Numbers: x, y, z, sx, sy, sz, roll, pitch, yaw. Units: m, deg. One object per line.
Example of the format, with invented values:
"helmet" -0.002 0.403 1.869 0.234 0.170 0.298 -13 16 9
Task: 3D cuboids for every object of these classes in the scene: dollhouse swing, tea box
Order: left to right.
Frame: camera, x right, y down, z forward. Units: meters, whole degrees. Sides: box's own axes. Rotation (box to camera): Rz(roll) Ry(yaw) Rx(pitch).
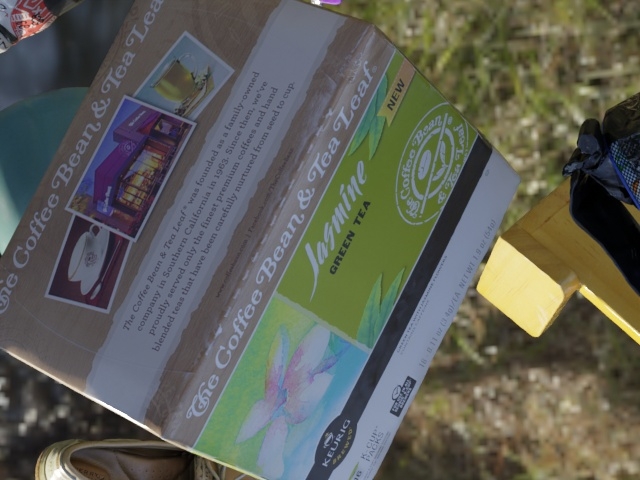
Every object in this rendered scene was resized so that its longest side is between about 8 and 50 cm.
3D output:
"tea box" -0.047 0.006 1.263 0.220 0.329 0.323 23 174 33
"dollhouse swing" 0.445 0.023 2.040 0.347 0.305 0.315 -40 167 -14

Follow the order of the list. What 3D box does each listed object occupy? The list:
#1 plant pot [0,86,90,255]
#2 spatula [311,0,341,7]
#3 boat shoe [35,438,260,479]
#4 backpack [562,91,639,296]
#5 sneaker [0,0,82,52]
"plant pot" -0.365 -0.046 2.372 0.293 0.235 0.293 -13 149 -8
"spatula" 0.012 -0.264 2.015 0.084 0.030 0.296 22 140 33
"boat shoe" -0.176 0.279 1.789 0.285 0.105 0.089 10 159 -27
"backpack" 0.363 -0.024 1.256 0.213 0.263 0.276 -24 -179 36
"sneaker" -0.326 -0.248 1.294 0.145 0.090 0.270 -33 137 10
